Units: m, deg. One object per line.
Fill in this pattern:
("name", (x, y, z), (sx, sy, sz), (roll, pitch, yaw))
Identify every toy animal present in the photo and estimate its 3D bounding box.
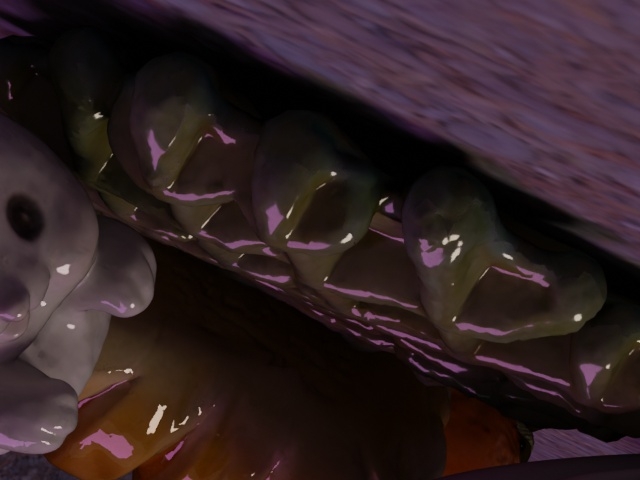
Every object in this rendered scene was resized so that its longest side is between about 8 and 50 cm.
("toy animal", (-0.133, -0.017, 0.637), (0.131, 0.104, 0.221), (37, 162, 32))

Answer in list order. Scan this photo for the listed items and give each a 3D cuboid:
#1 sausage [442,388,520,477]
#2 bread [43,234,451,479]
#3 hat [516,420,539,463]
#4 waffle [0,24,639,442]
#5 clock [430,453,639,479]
("sausage", (-0.002, 0.094, 1.171), (0.258, 0.133, 0.133), (29, 173, -6))
("bread", (-0.082, 0.043, 0.938), (0.311, 0.173, 0.121), (29, 132, -15))
("hat", (0.104, 0.117, 1.272), (0.077, 0.059, 0.076), (30, -170, 7))
("waffle", (0.000, 0.000, 0.765), (0.292, 0.056, 0.309), (29, 174, -28))
("clock", (0.128, 0.143, 0.804), (0.228, 0.090, 0.248), (12, 162, -34))
